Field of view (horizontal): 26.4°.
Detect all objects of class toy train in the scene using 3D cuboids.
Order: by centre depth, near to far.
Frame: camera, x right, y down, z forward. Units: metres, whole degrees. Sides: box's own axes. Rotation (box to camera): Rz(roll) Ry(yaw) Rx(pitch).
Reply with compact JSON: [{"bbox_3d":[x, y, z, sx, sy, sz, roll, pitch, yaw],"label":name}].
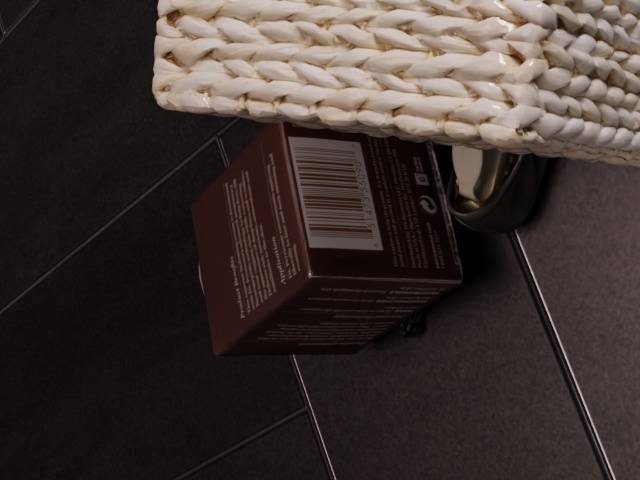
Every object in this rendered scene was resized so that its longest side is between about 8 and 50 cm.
[{"bbox_3d":[0.098,0.022,1.333,0.027,0.036,0.158,26,110,41],"label":"toy train"}]

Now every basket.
[{"bbox_3d":[0.094,-0.203,1.006,0.328,0.331,0.266,10,94,32],"label":"basket"}]

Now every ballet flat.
[{"bbox_3d":[0.175,-0.136,1.207,0.095,0.096,0.280,25,109,43],"label":"ballet flat"}]

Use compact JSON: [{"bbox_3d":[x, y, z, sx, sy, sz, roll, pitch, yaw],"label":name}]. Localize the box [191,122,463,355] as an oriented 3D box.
[{"bbox_3d":[0.000,0.000,1.301,0.203,0.167,0.168,-40,55,52],"label":"box"}]
